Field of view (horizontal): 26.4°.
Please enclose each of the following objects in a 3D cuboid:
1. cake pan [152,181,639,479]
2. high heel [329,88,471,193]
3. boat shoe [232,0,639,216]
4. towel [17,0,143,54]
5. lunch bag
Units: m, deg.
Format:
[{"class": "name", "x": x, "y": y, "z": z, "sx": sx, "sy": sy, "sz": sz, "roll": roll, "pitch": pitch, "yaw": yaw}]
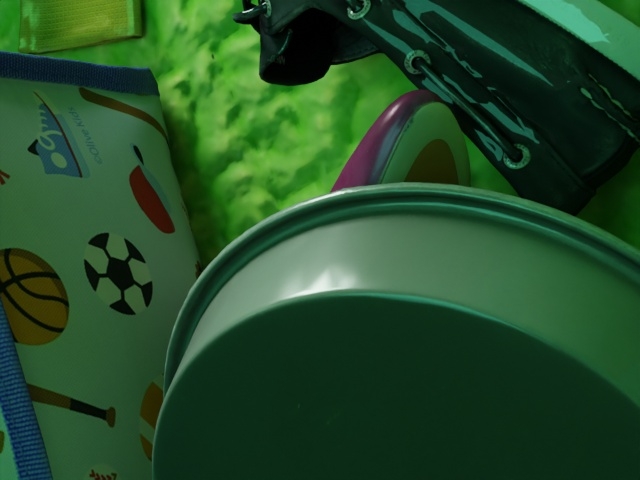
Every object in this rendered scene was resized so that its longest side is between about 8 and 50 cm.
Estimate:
[{"class": "cake pan", "x": 0.054, "y": 0.118, "z": 0.572, "sx": 0.293, "sy": 0.054, "sz": 0.293, "roll": 12, "pitch": 123, "yaw": 19}, {"class": "high heel", "x": 0.000, "y": 0.000, "z": 0.681, "sx": 0.117, "sy": 0.082, "sz": 0.244, "roll": 45, "pitch": 148, "yaw": 28}, {"class": "boat shoe", "x": 0.016, "y": -0.120, "z": 0.691, "sx": 0.340, "sy": 0.127, "sz": 0.113, "roll": 34, "pitch": 98, "yaw": 19}, {"class": "towel", "x": -0.160, "y": -0.242, "z": 0.870, "sx": 0.102, "sy": 0.021, "sz": 0.237, "roll": -4, "pitch": 89, "yaw": 35}, {"class": "lunch bag", "x": -0.216, "y": 0.074, "z": 0.695, "sx": 0.239, "sy": 0.385, "sz": 0.328, "roll": -27, "pitch": 76, "yaw": 32}]
